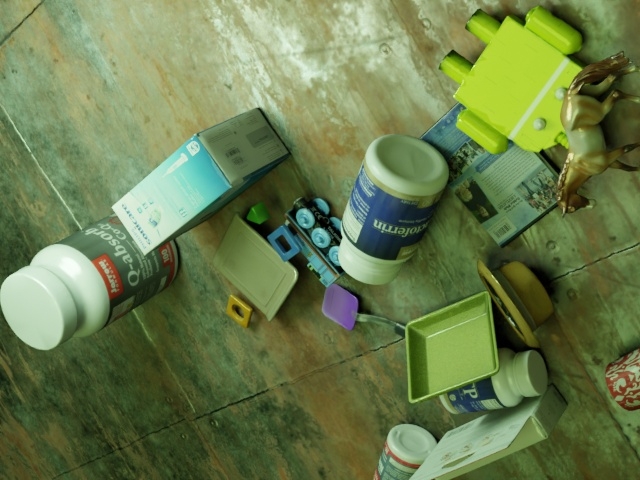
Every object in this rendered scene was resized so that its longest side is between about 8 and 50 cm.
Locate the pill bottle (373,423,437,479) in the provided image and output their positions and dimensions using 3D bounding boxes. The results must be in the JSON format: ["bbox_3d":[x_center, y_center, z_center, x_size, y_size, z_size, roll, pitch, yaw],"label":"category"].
[{"bbox_3d":[0.170,0.481,2.051,0.108,0.108,0.180,27,122,19],"label":"pill bottle"}]

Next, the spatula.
[{"bbox_3d":[0.128,0.168,1.986,0.296,0.030,0.084,21,118,23],"label":"spatula"}]

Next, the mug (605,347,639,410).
[{"bbox_3d":[0.581,0.235,1.674,0.113,0.150,0.169,28,138,-28],"label":"mug"}]

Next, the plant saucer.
[{"bbox_3d":[0.252,0.207,1.844,0.188,0.188,0.045,-25,131,26],"label":"plant saucer"}]

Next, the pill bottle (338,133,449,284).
[{"bbox_3d":[0.124,-0.051,1.807,0.153,0.153,0.264,33,134,15],"label":"pill bottle"}]

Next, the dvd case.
[{"bbox_3d":[0.305,-0.131,1.751,0.253,0.022,0.180,50,126,3],"label":"dvd case"}]

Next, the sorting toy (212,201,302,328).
[{"bbox_3d":[-0.132,0.053,2.075,0.196,0.047,0.347,46,139,12],"label":"sorting toy"}]

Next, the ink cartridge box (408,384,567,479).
[{"bbox_3d":[0.305,0.391,1.845,0.275,0.239,0.060,-35,91,37],"label":"ink cartridge box"}]

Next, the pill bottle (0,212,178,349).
[{"bbox_3d":[-0.491,0.082,2.119,0.210,0.363,0.210,13,117,26],"label":"pill bottle"}]

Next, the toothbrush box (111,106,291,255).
[{"bbox_3d":[-0.239,-0.118,1.970,0.295,0.216,0.126,-33,92,36],"label":"toothbrush box"}]

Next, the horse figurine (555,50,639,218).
[{"bbox_3d":[0.445,-0.176,1.566,0.175,0.066,0.263,-12,118,7],"label":"horse figurine"}]

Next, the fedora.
[{"bbox_3d":[0.356,0.099,1.760,0.079,0.194,0.194,-33,92,2],"label":"fedora"}]

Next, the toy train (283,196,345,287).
[{"bbox_3d":[0.000,0.000,1.963,0.184,0.080,0.105,48,133,4],"label":"toy train"}]

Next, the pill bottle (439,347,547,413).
[{"bbox_3d":[0.324,0.261,1.856,0.187,0.112,0.112,-16,102,35],"label":"pill bottle"}]

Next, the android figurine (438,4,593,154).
[{"bbox_3d":[0.336,-0.257,1.641,0.273,0.056,0.248,40,118,10],"label":"android figurine"}]
